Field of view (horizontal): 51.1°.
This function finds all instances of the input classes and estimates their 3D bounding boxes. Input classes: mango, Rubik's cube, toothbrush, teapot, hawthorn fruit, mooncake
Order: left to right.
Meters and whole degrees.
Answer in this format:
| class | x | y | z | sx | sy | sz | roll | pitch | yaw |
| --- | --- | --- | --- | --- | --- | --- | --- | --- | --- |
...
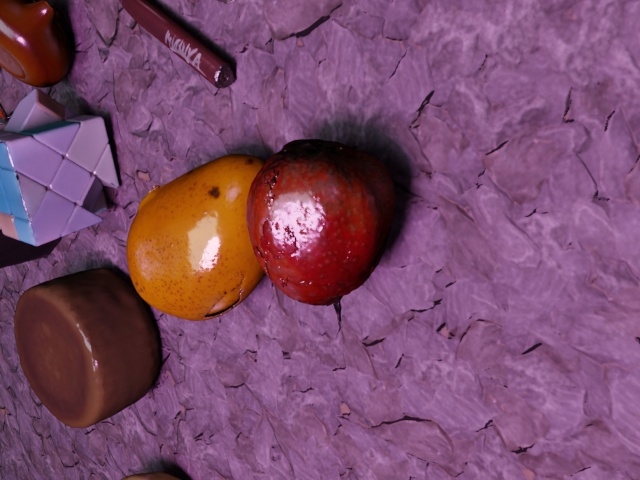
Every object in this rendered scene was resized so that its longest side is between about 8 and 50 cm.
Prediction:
| class | x | y | z | sx | sy | sz | roll | pitch | yaw |
| --- | --- | --- | --- | --- | --- | --- | --- | --- | --- |
| teapot | -0.514 | -0.357 | 1.177 | 0.178 | 0.135 | 0.252 | 49 | 157 | -21 |
| Rubik's cube | -0.495 | -0.125 | 1.161 | 0.212 | 0.224 | 0.266 | 14 | 118 | 40 |
| mooncake | -0.432 | 0.195 | 1.250 | 0.284 | 0.155 | 0.285 | 13 | 110 | 37 |
| toothbrush | -0.251 | -0.330 | 0.994 | 0.364 | 0.040 | 0.041 | 41 | 127 | 25 |
| mango | -0.158 | 0.001 | 0.948 | 0.290 | 0.159 | 0.191 | -45 | 66 | 31 |
| hawthorn fruit | 0.000 | 0.000 | 0.784 | 0.181 | 0.181 | 0.235 | 9 | 110 | 40 |

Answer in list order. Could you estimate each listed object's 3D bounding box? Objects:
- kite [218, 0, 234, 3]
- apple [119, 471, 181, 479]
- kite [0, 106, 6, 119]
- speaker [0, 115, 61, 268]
| class | x | y | z | sx | sy | sz | roll | pitch | yaw |
| --- | --- | --- | --- | --- | --- | --- | --- | --- | --- |
| kite | -0.199 | -0.406 | 0.938 | 0.245 | 0.015 | 0.141 | 14 | 112 | 35 |
| apple | -0.327 | 0.524 | 1.246 | 0.200 | 0.200 | 0.200 | 15 | 113 | 38 |
| kite | -0.718 | -0.324 | 1.438 | 0.189 | 0.009 | 0.232 | 53 | 133 | 14 |
| speaker | -0.664 | -0.083 | 1.315 | 0.184 | 0.232 | 0.254 | -36 | 80 | 41 |
